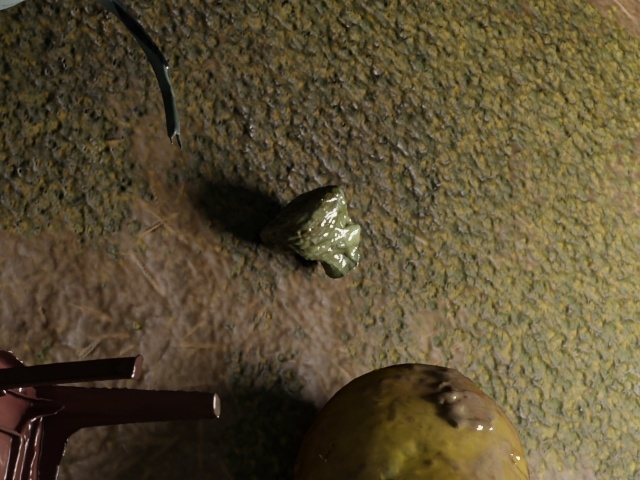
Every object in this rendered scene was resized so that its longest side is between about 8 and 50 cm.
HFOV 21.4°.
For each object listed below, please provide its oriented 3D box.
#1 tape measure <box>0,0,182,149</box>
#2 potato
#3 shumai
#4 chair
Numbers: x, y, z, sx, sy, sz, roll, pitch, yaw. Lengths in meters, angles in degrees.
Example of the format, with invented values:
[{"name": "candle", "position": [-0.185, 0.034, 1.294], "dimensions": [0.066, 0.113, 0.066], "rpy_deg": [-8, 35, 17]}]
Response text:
[{"name": "tape measure", "position": [-0.240, -0.191, 1.393], "dimensions": [0.164, 0.084, 0.330], "rpy_deg": [-29, 89, -32]}, {"name": "potato", "position": [0.078, 0.226, 1.385], "dimensions": [0.229, 0.229, 0.266], "rpy_deg": [9, 65, -28]}, {"name": "shumai", "position": [0.000, 0.000, 1.486], "dimensions": [0.083, 0.082, 0.080], "rpy_deg": [-36, 101, 2]}, {"name": "chair", "position": [-0.264, 0.162, 1.251], "dimensions": [0.326, 0.183, 0.175], "rpy_deg": [2, 67, 17]}]
